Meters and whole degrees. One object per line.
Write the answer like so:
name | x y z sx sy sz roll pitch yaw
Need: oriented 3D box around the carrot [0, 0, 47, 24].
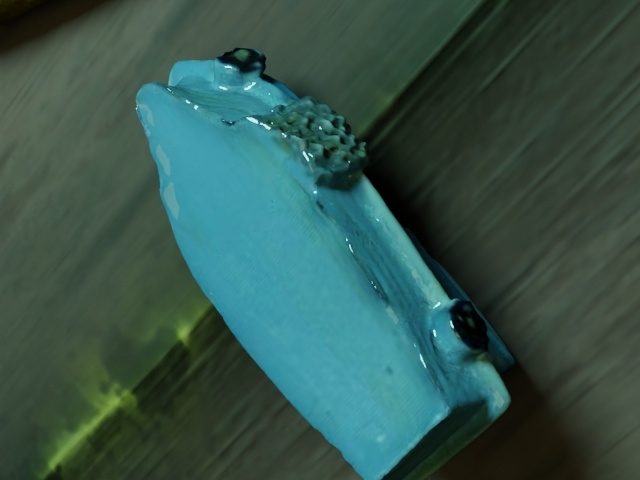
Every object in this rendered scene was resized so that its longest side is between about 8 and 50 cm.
carrot | -0.137 -0.149 0.675 0.171 0.042 0.042 -19 93 27

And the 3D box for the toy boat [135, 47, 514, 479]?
toy boat | 0.000 0.000 0.614 0.109 0.098 0.238 -46 72 29
